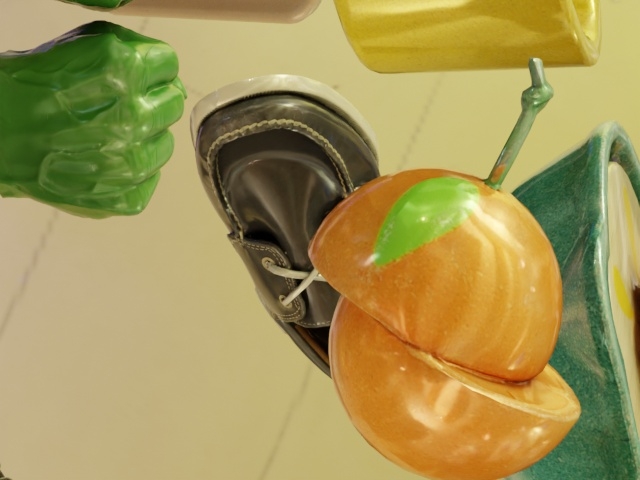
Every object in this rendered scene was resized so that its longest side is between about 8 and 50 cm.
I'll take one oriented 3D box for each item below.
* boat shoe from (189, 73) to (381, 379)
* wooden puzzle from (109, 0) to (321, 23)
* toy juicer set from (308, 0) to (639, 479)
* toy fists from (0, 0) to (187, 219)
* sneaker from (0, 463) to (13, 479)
[{"bbox_3d":[0.000,0.000,0.854,0.084,0.233,0.079,-18,57,5],"label":"boat shoe"},{"bbox_3d":[-0.146,-0.379,1.633,0.080,0.322,0.348,-38,121,-34],"label":"wooden puzzle"},{"bbox_3d":[0.085,0.061,0.491,0.089,0.209,0.329,-9,136,17],"label":"toy juicer set"},{"bbox_3d":[-0.160,-0.153,1.208,0.096,0.142,0.279,-12,104,-53],"label":"toy fists"},{"bbox_3d":[-0.256,0.137,1.089,0.130,0.109,0.286,-2,111,20],"label":"sneaker"}]
